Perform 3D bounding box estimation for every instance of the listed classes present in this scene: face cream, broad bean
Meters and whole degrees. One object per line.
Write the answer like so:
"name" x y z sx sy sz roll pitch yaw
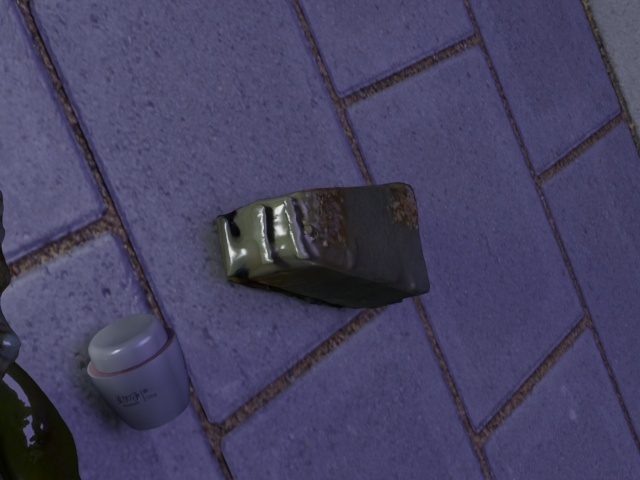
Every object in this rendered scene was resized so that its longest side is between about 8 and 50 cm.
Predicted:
"face cream" -0.172 0.126 1.338 0.091 0.091 0.095 -51 125 -52
"broad bean" -0.225 0.230 1.244 0.075 0.067 0.325 -38 112 -23

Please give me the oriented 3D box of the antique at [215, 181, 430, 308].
"antique" 0.000 0.000 1.614 0.284 0.125 0.150 5 71 -55

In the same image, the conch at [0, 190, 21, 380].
"conch" -0.346 0.118 1.037 0.386 0.169 0.203 -51 160 -17
